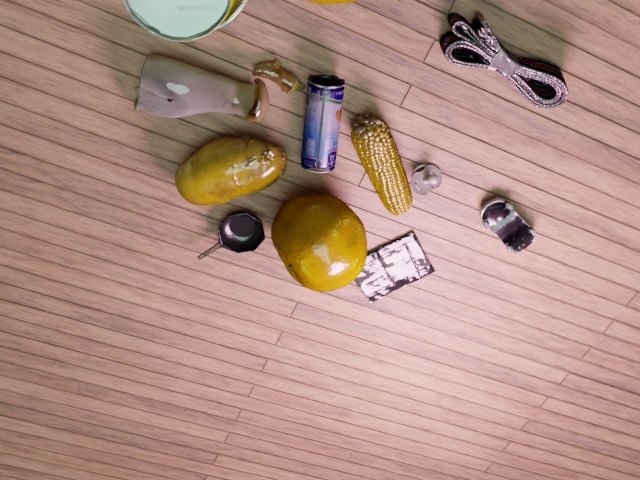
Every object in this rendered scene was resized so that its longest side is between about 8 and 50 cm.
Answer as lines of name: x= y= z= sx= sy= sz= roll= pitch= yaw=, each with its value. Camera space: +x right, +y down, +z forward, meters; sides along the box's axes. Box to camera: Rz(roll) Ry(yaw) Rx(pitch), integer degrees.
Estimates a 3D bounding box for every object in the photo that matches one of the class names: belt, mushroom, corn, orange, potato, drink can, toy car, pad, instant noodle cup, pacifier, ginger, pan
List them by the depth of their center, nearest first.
instant noodle cup: x=-0.296 y=-0.570 z=1.332 sx=0.312 sy=0.221 sz=0.311 roll=-2 pitch=121 yaw=-3
mushroom: x=-0.293 y=-0.360 z=1.539 sx=0.329 sy=0.122 sz=0.159 roll=9 pitch=158 yaw=-8
belt: x=0.456 y=-0.437 z=1.541 sx=0.360 sy=0.094 sz=0.126 roll=26 pitch=121 yaw=-17
ginger: x=-0.100 y=-0.404 z=1.553 sx=0.137 sy=0.044 sz=0.057 roll=27 pitch=145 yaw=-17
drink can: x=0.004 y=-0.297 z=1.596 sx=0.097 sy=0.097 sz=0.235 roll=3 pitch=121 yaw=-5
potato: x=-0.231 y=-0.185 z=1.623 sx=0.301 sy=0.140 sz=0.172 roll=-16 pitch=129 yaw=13
corn: x=0.169 y=-0.199 z=1.667 sx=0.106 sy=0.106 sz=0.305 roll=-22 pitch=125 yaw=10
orange: x=0.000 y=0.000 z=1.682 sx=0.235 sy=0.279 sz=0.279 roll=-36 pitch=121 yaw=-15
pacifier: x=0.293 y=-0.169 z=1.700 sx=0.099 sy=0.078 sz=0.081 roll=-32 pitch=101 yaw=-14
pan: x=-0.260 y=-0.023 z=1.773 sx=0.202 sy=0.048 sz=0.128 roll=-8 pitch=121 yaw=-1
toy car: x=0.540 y=-0.046 z=1.809 sx=0.095 sy=0.056 sz=0.205 roll=-41 pitch=112 yaw=19
pad: x=0.212 y=0.087 z=1.890 sx=0.233 sy=0.022 sz=0.174 roll=-27 pitch=119 yaw=11

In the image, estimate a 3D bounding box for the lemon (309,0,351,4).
lemon: x=0.031 y=-0.624 z=1.311 sx=0.320 sy=0.245 sz=0.245 roll=-2 pitch=122 yaw=-8
